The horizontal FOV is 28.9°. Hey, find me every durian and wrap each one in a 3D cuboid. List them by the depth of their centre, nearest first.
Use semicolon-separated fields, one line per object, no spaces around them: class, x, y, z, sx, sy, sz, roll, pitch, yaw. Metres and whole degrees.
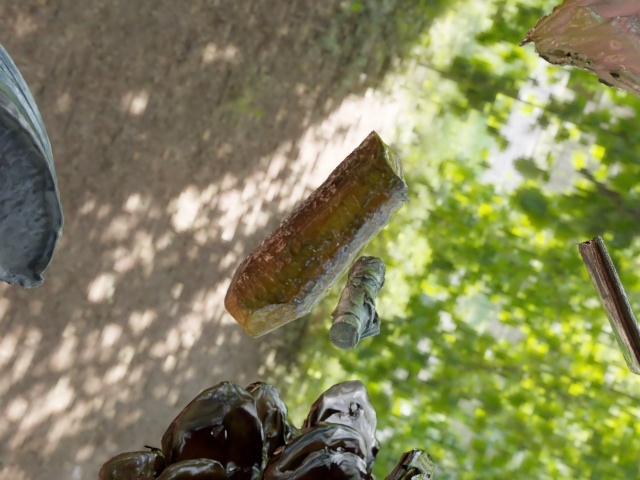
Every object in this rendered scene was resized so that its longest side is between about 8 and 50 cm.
durian;0.342;-0.169;1.001;0.185;0.305;0.196;25;97;-38

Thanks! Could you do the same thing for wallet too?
wallet;0.362;0.079;1.518;0.095;0.026;0.176;83;-16;-86

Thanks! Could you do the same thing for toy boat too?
toy boat;-0.302;-0.082;1.069;0.129;0.142;0.309;-27;137;-16

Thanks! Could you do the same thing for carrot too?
carrot;0.000;0.000;1.596;0.302;0.114;0.114;-46;173;11

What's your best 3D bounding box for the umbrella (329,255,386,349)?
umbrella;0.043;0.062;1.287;0.188;0.050;0.046;-63;161;-70

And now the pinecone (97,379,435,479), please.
pinecone;-0.011;0.182;0.517;0.221;0.221;0.222;21;90;-79
